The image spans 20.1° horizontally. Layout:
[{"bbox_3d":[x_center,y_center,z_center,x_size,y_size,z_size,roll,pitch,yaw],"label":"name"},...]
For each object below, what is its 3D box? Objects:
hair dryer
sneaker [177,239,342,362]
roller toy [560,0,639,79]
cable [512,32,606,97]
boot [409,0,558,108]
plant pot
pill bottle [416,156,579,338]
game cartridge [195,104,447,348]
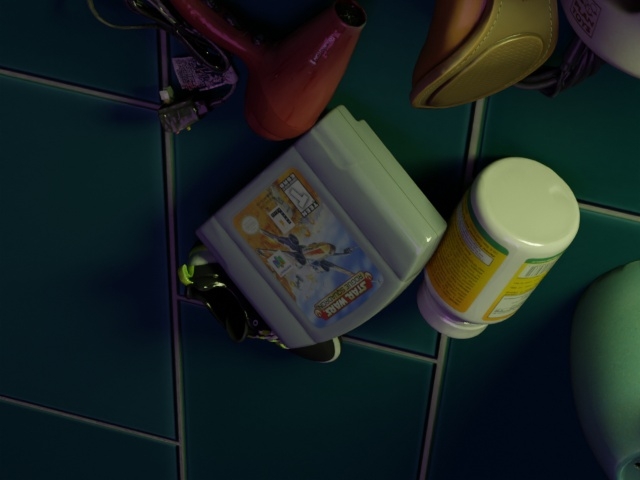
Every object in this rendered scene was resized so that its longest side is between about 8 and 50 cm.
[{"bbox_3d":[-0.084,-0.188,1.787,0.293,0.080,0.224,-4,136,27],"label":"hair dryer"},{"bbox_3d":[-0.078,0.091,2.106,0.234,0.097,0.084,38,139,-22],"label":"sneaker"},{"bbox_3d":[0.295,-0.228,1.481,0.209,0.191,0.146,17,143,3],"label":"roller toy"},{"bbox_3d":[0.207,-0.208,1.672,0.150,0.047,0.184,0,136,17],"label":"cable"},{"bbox_3d":[0.119,-0.256,1.513,0.109,0.220,0.283,-13,157,-21],"label":"boot"},{"bbox_3d":[0.396,0.184,1.934,0.290,0.195,0.290,12,141,10],"label":"plant pot"},{"bbox_3d":[0.178,0.015,1.888,0.117,0.118,0.208,23,142,-5],"label":"pill bottle"},{"bbox_3d":[0.000,0.000,1.939,0.198,0.062,0.297,54,139,3],"label":"game cartridge"}]
